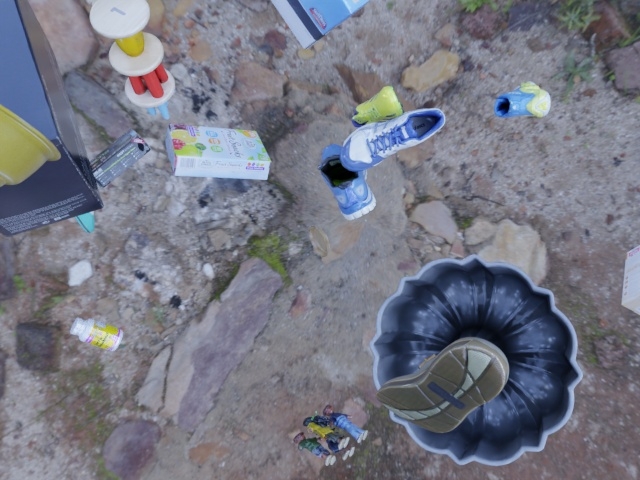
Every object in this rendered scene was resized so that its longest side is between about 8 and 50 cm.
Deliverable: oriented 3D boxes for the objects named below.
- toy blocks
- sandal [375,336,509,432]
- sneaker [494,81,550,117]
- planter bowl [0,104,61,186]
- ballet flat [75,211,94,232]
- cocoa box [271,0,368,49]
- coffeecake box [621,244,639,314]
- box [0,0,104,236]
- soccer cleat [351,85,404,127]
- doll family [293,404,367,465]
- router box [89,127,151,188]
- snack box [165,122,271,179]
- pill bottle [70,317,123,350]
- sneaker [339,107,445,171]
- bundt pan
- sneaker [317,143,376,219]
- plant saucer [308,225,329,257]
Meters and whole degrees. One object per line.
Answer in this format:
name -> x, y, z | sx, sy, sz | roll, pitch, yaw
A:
toy blocks -> -0.191, -0.202, 0.565 | 0.054, 0.148, 0.123 | -21, 69, -9
sandal -> 0.114, 0.129, 0.511 | 0.072, 0.180, 0.049 | 37, 51, 4
sneaker -> 0.522, -0.380, 1.491 | 0.126, 0.240, 0.091 | -2, 106, 3
planter bowl -> -0.294, -0.066, 0.352 | 0.217, 0.217, 0.090 | 21, 78, 4
ballet flat -> -0.687, -0.122, 1.547 | 0.087, 0.247, 0.083 | -38, 44, -11
cocoa box -> -0.022, -0.799, 1.622 | 0.347, 0.228, 0.231 | 53, 52, -17
coffeecake box -> 0.889, 0.087, 1.476 | 0.068, 0.142, 0.185 | 29, 57, -3
box -> -0.506, -0.224, 0.871 | 0.179, 0.312, 0.343 | -19, 79, -16
soccer cleat -> 0.156, -0.368, 1.587 | 0.121, 0.289, 0.093 | -22, 95, -5
doll family -> 0.017, 0.407, 1.178 | 0.111, 0.193, 0.076 | 22, 89, 32
router box -> -0.398, -0.164, 1.087 | 0.122, 0.092, 0.038 | -41, 122, -9
snack box -> -0.157, -0.135, 0.840 | 0.141, 0.100, 0.037 | 1, 129, -24
pill bottle -> -0.406, 0.168, 1.004 | 0.083, 0.043, 0.043 | 28, 95, -29
sneaker -> 0.187, -0.278, 1.451 | 0.296, 0.131, 0.111 | -29, 96, -11
bundt pan -> 0.256, 0.189, 0.924 | 0.331, 0.124, 0.330 | -2, 86, 26
sneaker -> 0.065, -0.204, 1.585 | 0.130, 0.330, 0.147 | -26, 126, 4
plant saucer -> 0.000, 0.000, 1.327 | 0.015, 0.083, 0.083 | -25, 90, -23
